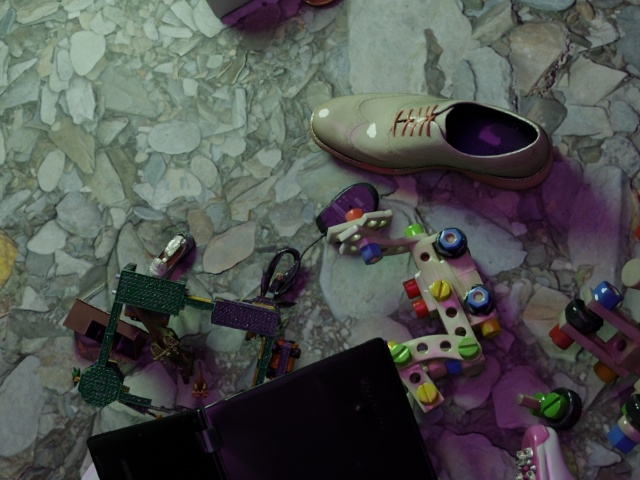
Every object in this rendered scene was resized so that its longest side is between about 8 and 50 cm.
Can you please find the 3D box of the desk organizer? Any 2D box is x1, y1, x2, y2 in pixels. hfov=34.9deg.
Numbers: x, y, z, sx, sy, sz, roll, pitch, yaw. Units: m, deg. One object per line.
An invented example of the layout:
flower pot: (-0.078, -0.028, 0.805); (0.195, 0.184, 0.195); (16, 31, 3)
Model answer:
desk organizer: (-0.345, 0.143, 1.641); (0.130, 0.047, 0.050); (23, 80, 18)

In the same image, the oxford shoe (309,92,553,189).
oxford shoe: (0.166, -0.182, 1.594); (0.396, 0.146, 0.141); (7, 76, 15)

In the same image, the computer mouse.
computer mouse: (0.000, 0.000, 1.631); (0.242, 0.041, 0.071); (-42, 86, 1)

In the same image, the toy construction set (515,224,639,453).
toy construction set: (0.478, 0.159, 1.404); (0.237, 0.257, 0.309); (21, 93, -27)

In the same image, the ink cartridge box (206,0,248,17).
ink cartridge box: (-0.181, -0.550, 1.776); (0.168, 0.171, 0.233); (-31, 68, 0)

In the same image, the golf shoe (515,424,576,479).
golf shoe: (0.351, 0.399, 1.385); (0.140, 0.115, 0.306); (-9, 83, -3)

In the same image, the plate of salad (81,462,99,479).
plate of salad: (-0.272, 0.404, 1.538); (0.199, 0.048, 0.200); (0, 75, 1)

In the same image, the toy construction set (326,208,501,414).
toy construction set: (0.144, 0.093, 1.517); (0.215, 0.151, 0.328); (-24, 80, 3)

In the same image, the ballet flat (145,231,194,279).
ballet flat: (-0.253, 0.030, 1.665); (0.041, 0.041, 0.114); (37, 82, 20)

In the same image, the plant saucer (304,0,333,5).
plant saucer: (0.000, -0.449, 1.791); (0.083, 0.013, 0.084); (-4, 71, 11)

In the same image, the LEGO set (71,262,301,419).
LEGO set: (-0.203, 0.159, 1.553); (0.331, 0.192, 0.255); (6, 92, -7)

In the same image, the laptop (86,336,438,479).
laptop: (-0.063, 0.386, 1.421); (0.408, 0.236, 0.382); (-21, 89, 40)
